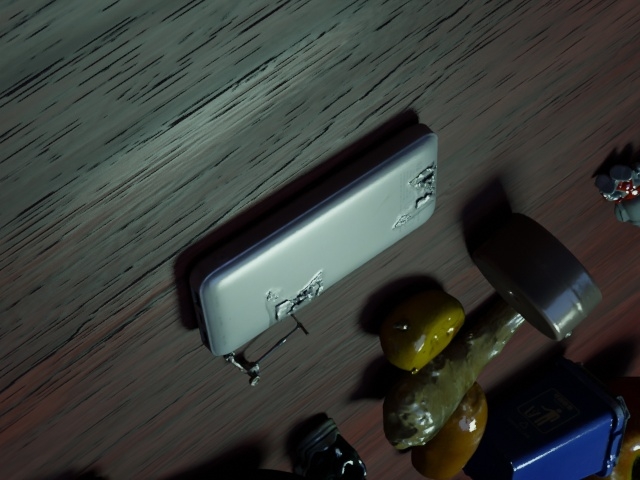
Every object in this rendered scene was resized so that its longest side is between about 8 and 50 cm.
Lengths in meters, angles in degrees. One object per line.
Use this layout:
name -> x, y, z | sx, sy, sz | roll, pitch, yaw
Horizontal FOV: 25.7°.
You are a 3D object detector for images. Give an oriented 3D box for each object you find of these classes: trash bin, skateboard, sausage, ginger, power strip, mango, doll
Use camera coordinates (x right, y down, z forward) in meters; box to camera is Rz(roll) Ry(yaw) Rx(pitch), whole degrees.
trash bin -> 0.343, 0.313, 2.178 | 0.234, 0.162, 0.184 | -23, 134, -27
skateboard -> -0.057, 0.106, 1.464 | 0.083, 0.032, 0.064 | -40, 144, 0
sausage -> 0.182, 0.266, 1.968 | 0.098, 0.098, 0.238 | -32, 156, -21
ginger -> 0.181, 0.152, 1.819 | 0.294, 0.086, 0.131 | -44, 146, -17
power strip -> 0.258, 0.045, 1.667 | 0.078, 0.154, 0.154 | -44, 154, -5
mango -> 0.125, 0.104, 1.675 | 0.187, 0.066, 0.101 | -2, 125, -61
doll -> 0.416, -0.061, 1.831 | 0.094, 0.079, 0.180 | -39, 144, 20

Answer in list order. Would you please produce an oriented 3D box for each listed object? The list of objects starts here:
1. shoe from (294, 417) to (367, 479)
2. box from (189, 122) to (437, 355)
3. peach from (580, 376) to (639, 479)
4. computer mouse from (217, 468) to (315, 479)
shoe -> 0.023, 0.296, 1.780 | 0.071, 0.099, 0.169 | -38, 155, -17
box -> 0.000, 0.000, 1.364 | 0.285, 0.044, 0.142 | -33, 150, -19
peach -> 0.521, 0.385, 2.426 | 0.308, 0.308, 0.332 | -40, 170, -6
computer mouse -> -0.105, 0.327, 1.663 | 0.264, 0.088, 0.147 | -18, 162, -41
